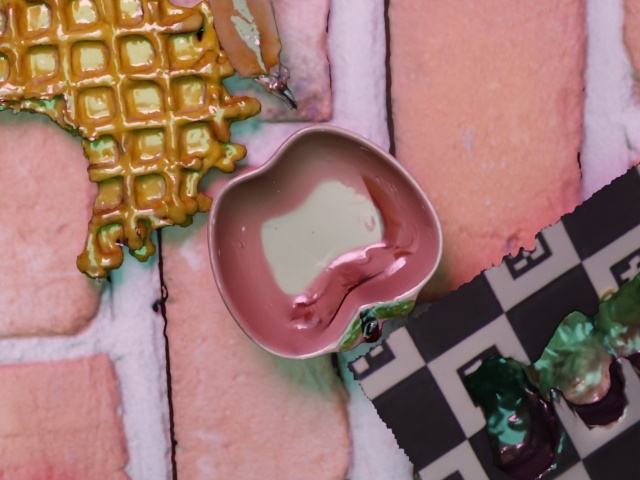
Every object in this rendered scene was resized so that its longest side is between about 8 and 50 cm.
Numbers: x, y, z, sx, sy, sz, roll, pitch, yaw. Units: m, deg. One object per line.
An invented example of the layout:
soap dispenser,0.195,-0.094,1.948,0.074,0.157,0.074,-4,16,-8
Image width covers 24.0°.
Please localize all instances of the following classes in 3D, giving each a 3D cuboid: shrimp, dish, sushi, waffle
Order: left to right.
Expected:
waffle,-0.198,-0.129,1.345,0.293,0.069,0.260,43,96,-12
shrimp,-0.019,-0.281,1.317,0.185,0.068,0.287,33,90,-2
dish,0.000,0.000,1.376,0.213,0.090,0.213,-1,99,-3
sushi,0.230,0.107,1.422,0.373,0.100,0.296,-35,111,-8
